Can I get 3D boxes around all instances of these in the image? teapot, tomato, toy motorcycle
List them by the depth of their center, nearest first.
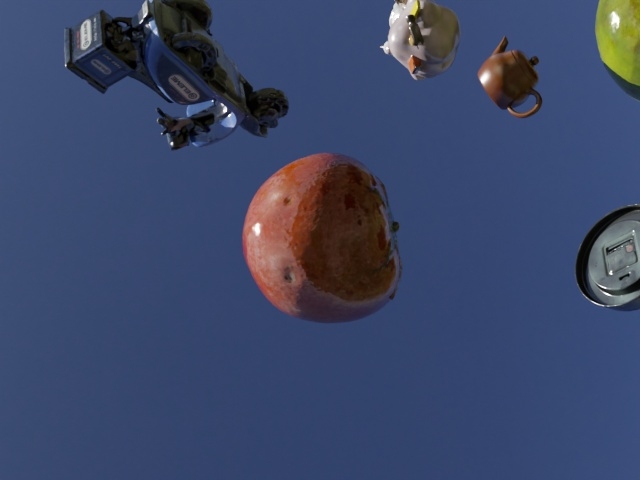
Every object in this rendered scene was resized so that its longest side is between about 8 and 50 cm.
[{"bbox_3d":[0.000,0.000,1.326,0.265,0.265,0.264,8,-103,-40],"label":"tomato"},{"bbox_3d":[-0.209,-0.244,1.349,0.358,0.213,0.125,38,-145,-51],"label":"toy motorcycle"},{"bbox_3d":[0.368,-0.309,1.637,0.116,0.116,0.173,1,-123,-41],"label":"teapot"}]

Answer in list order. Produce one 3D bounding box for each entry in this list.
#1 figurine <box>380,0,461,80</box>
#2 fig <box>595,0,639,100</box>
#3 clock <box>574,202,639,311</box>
[{"bbox_3d":[0.152,-0.319,1.327,0.112,0.229,0.137,1,-64,-10],"label":"figurine"},{"bbox_3d":[0.643,-0.371,1.586,0.326,0.258,0.258,51,-131,-55],"label":"fig"},{"bbox_3d":[0.505,0.030,1.419,0.040,0.185,0.184,27,-114,-30],"label":"clock"}]
